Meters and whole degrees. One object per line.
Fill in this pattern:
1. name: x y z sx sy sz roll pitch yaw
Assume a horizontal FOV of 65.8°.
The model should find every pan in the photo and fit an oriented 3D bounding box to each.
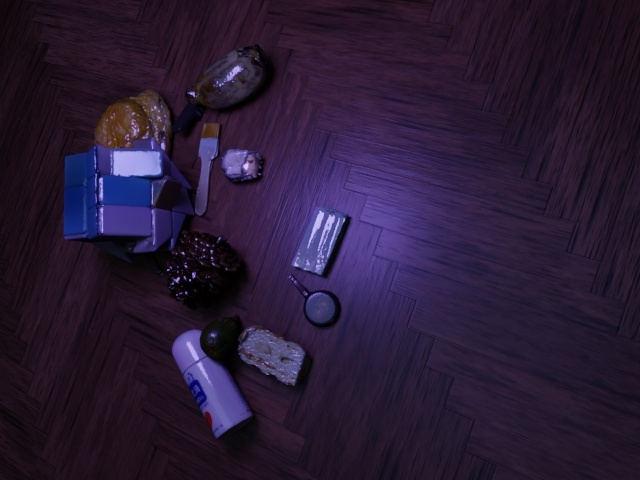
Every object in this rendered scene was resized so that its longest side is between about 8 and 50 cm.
1. pan: -0.031 0.173 1.515 0.115 0.040 0.212 -47 69 1

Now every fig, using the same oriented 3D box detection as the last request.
1. fig: -0.292 0.282 1.526 0.117 0.177 0.117 17 129 22

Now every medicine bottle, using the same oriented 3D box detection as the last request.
1. medicine bottle: -0.345 0.431 1.534 0.130 0.130 0.341 -38 70 10

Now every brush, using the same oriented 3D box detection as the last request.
1. brush: -0.401 -0.250 1.735 0.085 0.020 0.336 4 83 20

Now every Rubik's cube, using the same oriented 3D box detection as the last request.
1. Rubik's cube: -0.623 -0.123 1.604 0.358 0.368 0.387 -3 85 20

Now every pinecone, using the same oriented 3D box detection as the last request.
1. pinecone: -0.382 0.088 1.565 0.272 0.224 0.224 -49 68 19

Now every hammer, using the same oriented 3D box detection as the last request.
1. hammer: -0.643 0.010 1.773 0.125 0.027 0.297 -41 70 14

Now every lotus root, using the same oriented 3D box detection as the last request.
1. lotus root: -0.318 -0.547 1.688 0.309 0.173 0.173 -25 73 14

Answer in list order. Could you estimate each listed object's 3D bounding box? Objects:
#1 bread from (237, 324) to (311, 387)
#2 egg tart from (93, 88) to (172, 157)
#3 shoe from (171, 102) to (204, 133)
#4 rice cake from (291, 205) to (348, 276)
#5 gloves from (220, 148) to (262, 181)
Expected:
1. bread: -0.142 0.342 1.504 0.232 0.088 0.128 22 97 15
2. egg tart: -0.694 -0.367 1.794 0.352 0.153 0.339 -23 77 17
3. shoe: -0.466 -0.441 1.775 0.071 0.049 0.179 12 62 32
4. rice cake: 0.000 0.000 1.534 0.124 0.038 0.211 17 86 22
5. gloves: -0.270 -0.250 1.660 0.153 0.070 0.114 7 91 28
